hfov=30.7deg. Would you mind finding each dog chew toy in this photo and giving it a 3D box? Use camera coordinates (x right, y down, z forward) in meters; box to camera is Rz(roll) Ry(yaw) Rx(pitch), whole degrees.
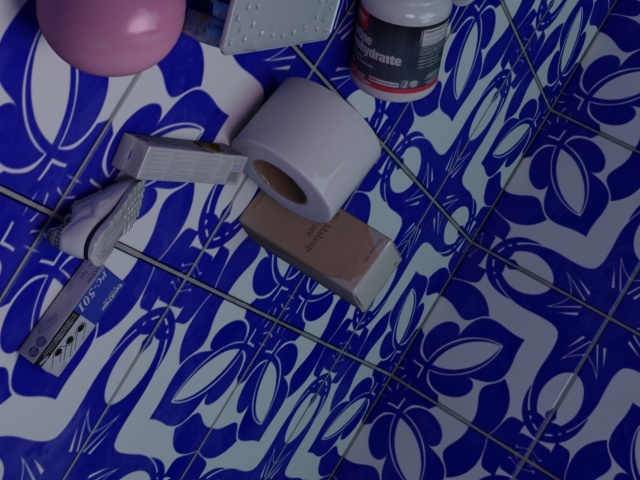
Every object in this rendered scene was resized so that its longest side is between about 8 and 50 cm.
[{"bbox_3d":[-0.289,-0.395,1.578,0.206,0.206,0.332,-35,138,-43],"label":"dog chew toy"}]

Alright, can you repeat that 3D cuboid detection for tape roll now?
[{"bbox_3d":[-0.028,-0.173,2.257,0.169,0.246,0.246,-52,155,-18],"label":"tape roll"}]

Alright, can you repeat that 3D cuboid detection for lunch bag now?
[{"bbox_3d":[-0.183,-0.354,1.964,0.083,0.071,0.053,17,98,-63],"label":"lunch bag"}]

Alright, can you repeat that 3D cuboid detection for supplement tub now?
[{"bbox_3d":[0.167,-0.441,2.397,0.191,0.191,0.272,-38,148,-40],"label":"supplement tub"}]

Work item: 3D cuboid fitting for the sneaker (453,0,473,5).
[{"bbox_3d":[0.297,-0.622,2.454,0.153,0.101,0.269,-10,90,-70],"label":"sneaker"}]

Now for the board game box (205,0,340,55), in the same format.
[{"bbox_3d":[-0.038,-0.516,1.947,0.390,0.050,0.390,-26,136,-60],"label":"board game box"}]

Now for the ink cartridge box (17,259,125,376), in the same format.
[{"bbox_3d":[-0.437,0.134,2.056,0.207,0.046,0.097,-56,157,-9],"label":"ink cartridge box"}]

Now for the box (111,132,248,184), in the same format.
[{"bbox_3d":[-0.245,-0.144,2.091,0.324,0.063,0.067,-3,119,-62],"label":"box"}]

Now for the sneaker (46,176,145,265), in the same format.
[{"bbox_3d":[-0.367,-0.049,1.950,0.235,0.094,0.090,-59,161,-57],"label":"sneaker"}]

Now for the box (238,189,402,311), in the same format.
[{"bbox_3d":[0.000,0.000,2.423,0.148,0.311,0.121,-54,155,-11],"label":"box"}]
